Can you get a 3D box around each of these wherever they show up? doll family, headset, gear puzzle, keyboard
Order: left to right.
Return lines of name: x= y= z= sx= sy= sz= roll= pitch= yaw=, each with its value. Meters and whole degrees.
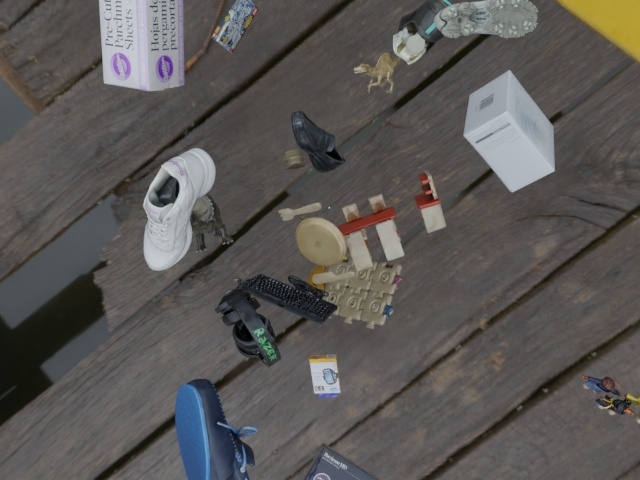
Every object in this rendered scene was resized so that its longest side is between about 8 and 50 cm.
headset: x=-0.215 y=0.236 z=1.920 sx=0.185 sy=0.394 sz=0.244 roll=-32 pitch=119 yaw=-16
keyboard: x=-0.057 y=0.103 z=1.248 sx=0.192 sy=0.100 sz=0.038 roll=21 pitch=120 yaw=19
gear puzzle: x=0.076 y=0.131 z=1.606 sx=0.044 sy=0.338 sz=0.176 roll=28 pitch=76 yaw=-39
doll family: x=0.640 y=0.336 z=1.273 sx=0.192 sy=0.111 sz=0.076 roll=13 pitch=80 yaw=12

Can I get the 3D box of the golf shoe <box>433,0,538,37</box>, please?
golf shoe: x=0.279 y=-0.383 z=1.037 sx=0.176 sy=0.086 sz=0.069 roll=-2 pitch=112 yaw=-8

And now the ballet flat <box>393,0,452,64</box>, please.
ballet flat: x=0.202 y=-0.434 z=1.285 sx=0.095 sy=0.280 sz=0.096 roll=37 pitch=93 yaw=-5

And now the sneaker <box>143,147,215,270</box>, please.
sneaker: x=-0.334 y=-0.057 z=1.289 sx=0.114 sy=0.152 sz=0.305 roll=33 pitch=119 yaw=14

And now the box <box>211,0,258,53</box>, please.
box: x=-0.221 y=-0.563 z=1.571 sx=0.027 sy=0.094 sz=0.137 roll=35 pitch=96 yaw=14

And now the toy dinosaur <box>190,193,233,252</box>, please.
toy dinosaur: x=-0.301 y=-0.073 z=1.559 sx=0.120 sy=0.313 sz=0.160 roll=-13 pitch=115 yaw=-4

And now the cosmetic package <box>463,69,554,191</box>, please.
cosmetic package: x=0.517 y=-0.296 z=1.648 sx=0.138 sy=0.224 sz=0.224 roll=-28 pitch=118 yaw=37

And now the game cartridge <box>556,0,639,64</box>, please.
game cartridge: x=0.378 y=-0.300 z=0.559 sx=0.052 sy=0.324 sz=0.285 roll=17 pitch=125 yaw=-34

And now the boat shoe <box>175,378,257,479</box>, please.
boat shoe: x=-0.138 y=0.306 z=0.849 sx=0.089 sy=0.109 sz=0.259 roll=-17 pitch=110 yaw=-35

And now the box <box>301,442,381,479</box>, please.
box: x=0.071 y=0.605 z=1.352 sx=0.261 sy=0.103 sz=0.184 roll=31 pitch=75 yaw=6

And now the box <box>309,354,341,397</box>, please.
box: x=0.016 y=0.405 z=1.812 sx=0.081 sy=0.028 sz=0.136 roll=-3 pitch=112 yaw=10

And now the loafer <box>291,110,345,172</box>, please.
loafer: x=-0.005 y=-0.231 z=1.407 sx=0.078 sy=0.223 sz=0.076 roll=-14 pitch=63 yaw=16

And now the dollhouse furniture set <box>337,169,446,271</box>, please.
dollhouse furniture set: x=0.164 y=-0.064 z=1.496 sx=0.259 sy=0.262 sz=0.135 roll=-19 pitch=107 yaw=7

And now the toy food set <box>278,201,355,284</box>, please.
toy food set: x=0.000 y=0.000 z=1.323 sx=0.132 sy=0.038 sz=0.192 roll=-11 pitch=114 yaw=36

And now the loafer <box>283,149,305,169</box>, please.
loafer: x=-0.073 y=-0.213 z=1.601 sx=0.056 sy=0.148 sz=0.050 roll=-10 pitch=96 yaw=-9

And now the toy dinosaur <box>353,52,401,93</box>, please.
toy dinosaur: x=0.153 y=-0.394 z=1.414 sx=0.053 sy=0.183 sz=0.093 roll=33 pitch=137 yaw=32

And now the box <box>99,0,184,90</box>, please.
box: x=-0.180 y=-0.318 z=0.605 sx=0.067 sy=0.063 sz=0.324 roll=16 pitch=115 yaw=22
